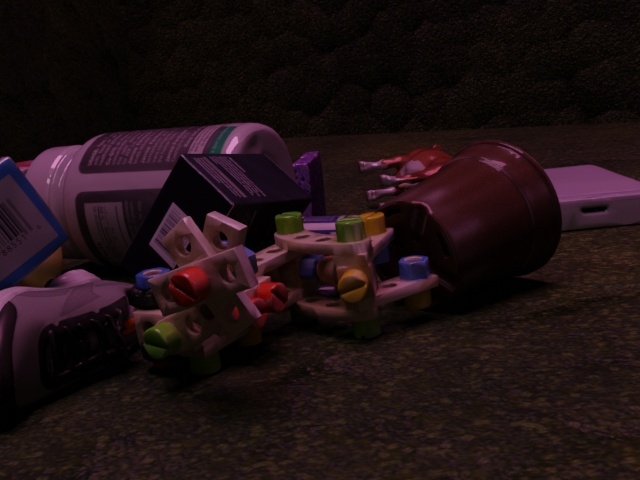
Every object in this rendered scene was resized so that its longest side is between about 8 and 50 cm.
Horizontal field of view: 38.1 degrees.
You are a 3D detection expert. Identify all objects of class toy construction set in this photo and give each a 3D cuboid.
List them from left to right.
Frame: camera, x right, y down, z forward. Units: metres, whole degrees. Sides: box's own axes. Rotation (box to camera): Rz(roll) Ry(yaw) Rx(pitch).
[{"bbox_3d":[-0.050,0.048,0.874,0.215,0.151,0.328,1,2,32],"label":"toy construction set"}]

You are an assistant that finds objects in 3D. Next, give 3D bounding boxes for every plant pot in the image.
[{"bbox_3d":[0.150,-0.010,1.027,0.165,0.167,0.167,-25,20,-38],"label":"plant pot"}]

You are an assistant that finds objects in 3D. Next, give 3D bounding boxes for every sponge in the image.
[{"bbox_3d":[-0.019,-0.084,1.574,0.031,0.117,0.210,-3,11,7],"label":"sponge"}]

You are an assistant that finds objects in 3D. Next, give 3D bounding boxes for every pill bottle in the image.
[{"bbox_3d":[-0.234,-0.059,1.332,0.361,0.204,0.204,0,12,25],"label":"pill bottle"},{"bbox_3d":[0.000,0.000,1.260,0.120,0.067,0.067,-1,12,24],"label":"pill bottle"}]

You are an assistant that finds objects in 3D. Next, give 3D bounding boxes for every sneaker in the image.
[{"bbox_3d":[-0.233,0.085,0.868,0.108,0.100,0.271,2,12,12],"label":"sneaker"}]

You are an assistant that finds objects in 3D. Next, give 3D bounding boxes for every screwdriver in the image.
[{"bbox_3d":[-0.062,0.069,1.058,0.170,0.024,0.025,-7,-18,5],"label":"screwdriver"}]

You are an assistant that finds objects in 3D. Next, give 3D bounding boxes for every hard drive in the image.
[{"bbox_3d":[0.385,-0.072,1.484,0.233,0.047,0.353,-6,10,0],"label":"hard drive"}]

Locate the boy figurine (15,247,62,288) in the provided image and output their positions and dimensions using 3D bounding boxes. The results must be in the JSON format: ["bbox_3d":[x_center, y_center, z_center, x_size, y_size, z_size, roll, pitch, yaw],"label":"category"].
[{"bbox_3d":[-0.488,0.045,1.225,0.285,0.092,0.177,-10,11,-23],"label":"boy figurine"}]

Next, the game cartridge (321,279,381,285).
[{"bbox_3d":[0.025,0.049,1.082,0.083,0.017,0.056,1,-13,35],"label":"game cartridge"}]

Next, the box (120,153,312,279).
[{"bbox_3d":[-0.117,-0.012,1.052,0.093,0.156,0.158,44,25,21],"label":"box"}]

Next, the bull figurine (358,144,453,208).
[{"bbox_3d":[0.178,-0.111,1.667,0.188,0.101,0.310,-11,9,-7],"label":"bull figurine"}]

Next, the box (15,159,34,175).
[{"bbox_3d":[-0.468,-0.078,1.698,0.142,0.154,0.300,0,14,31],"label":"box"}]

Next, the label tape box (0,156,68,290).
[{"bbox_3d":[-0.429,0.024,0.968,0.240,0.106,0.334,-43,24,-22],"label":"label tape box"}]
